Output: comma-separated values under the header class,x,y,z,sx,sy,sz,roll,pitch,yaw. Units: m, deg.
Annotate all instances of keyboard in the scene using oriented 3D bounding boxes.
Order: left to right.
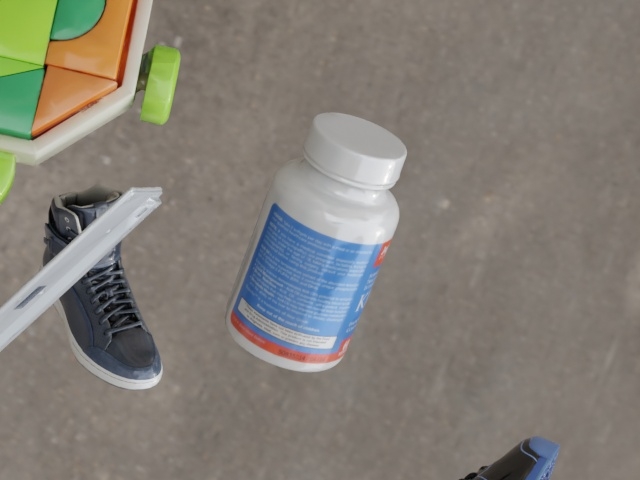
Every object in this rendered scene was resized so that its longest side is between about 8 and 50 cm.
class,x,y,z,sx,sy,sz,roll,pitch,yaw
keyboard,-0.228,0.043,1.224,0.256,0.014,0.072,-42,167,11

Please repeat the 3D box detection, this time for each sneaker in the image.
class,x,y,z,sx,sy,sz,roll,pitch,yaw
sneaker,-0.236,0.043,1.687,0.086,0.226,0.163,-17,144,-35
sneaker,0.117,0.228,1.275,0.232,0.090,0.081,-43,152,-44

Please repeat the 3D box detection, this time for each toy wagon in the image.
class,x,y,z,sx,sy,sz,roll,pitch,yaw
toy wagon,-0.227,-0.153,1.066,0.068,0.267,0.344,130,-30,-76

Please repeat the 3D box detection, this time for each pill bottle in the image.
class,x,y,z,sx,sy,sz,roll,pitch,yaw
pill bottle,0.000,0.000,1.424,0.124,0.124,0.221,-10,129,-48
